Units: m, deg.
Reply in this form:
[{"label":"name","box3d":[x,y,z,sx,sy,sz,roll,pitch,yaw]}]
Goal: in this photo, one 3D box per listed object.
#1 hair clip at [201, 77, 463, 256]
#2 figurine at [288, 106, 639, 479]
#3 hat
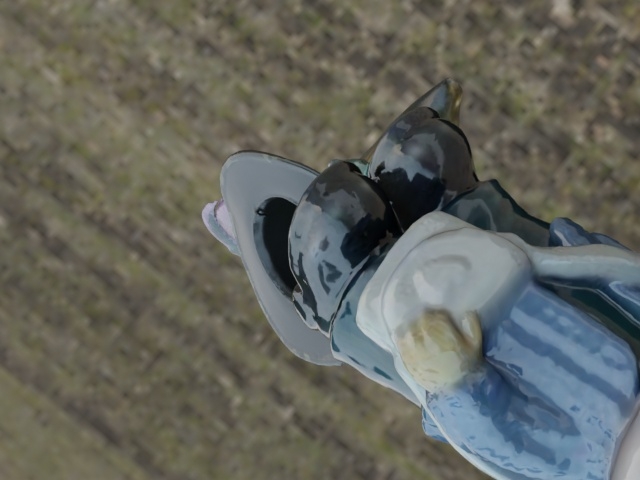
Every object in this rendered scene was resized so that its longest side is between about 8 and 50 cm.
[{"label":"hair clip","box3d":[0.019,-0.015,1.309,0.359,0.110,0.095,145,115,-66]},{"label":"figurine","box3d":[0.055,0.036,0.339,0.136,0.077,0.079,26,136,34]},{"label":"hat","box3d":[0.000,0.000,0.938,0.121,0.050,0.121,34,140,34]}]
